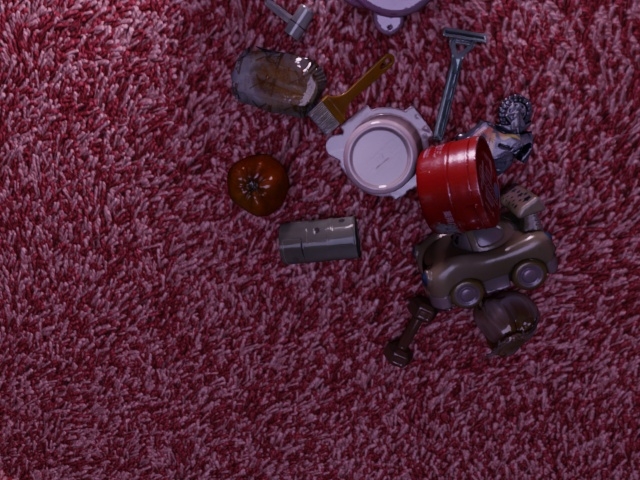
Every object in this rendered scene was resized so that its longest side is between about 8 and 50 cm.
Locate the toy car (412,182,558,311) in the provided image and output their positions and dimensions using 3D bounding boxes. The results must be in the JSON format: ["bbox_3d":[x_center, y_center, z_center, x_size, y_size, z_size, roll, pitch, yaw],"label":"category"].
[{"bbox_3d":[0.418,0.016,1.199,0.336,0.242,0.226,-18,109,10],"label":"toy car"}]

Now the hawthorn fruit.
[{"bbox_3d":[-0.172,-0.154,1.266,0.189,0.189,0.189,2,106,7],"label":"hawthorn fruit"}]

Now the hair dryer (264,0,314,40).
[{"bbox_3d":[-0.092,-0.603,1.193,0.137,0.047,0.082,38,107,3],"label":"hair dryer"}]

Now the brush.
[{"bbox_3d":[0.092,-0.403,1.217,0.272,0.013,0.103,-40,138,10],"label":"brush"}]

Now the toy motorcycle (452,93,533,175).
[{"bbox_3d":[0.447,-0.232,1.197,0.173,0.108,0.307,44,109,-12],"label":"toy motorcycle"}]

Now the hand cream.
[{"bbox_3d":[0.332,-0.129,1.081,0.149,0.230,0.230,-5,107,33],"label":"hand cream"}]

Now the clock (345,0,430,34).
[{"bbox_3d":[0.161,-0.695,1.076,0.296,0.113,0.322,-34,109,23],"label":"clock"}]

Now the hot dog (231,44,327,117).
[{"bbox_3d":[-0.118,-0.429,1.228,0.271,0.082,0.162,16,102,9],"label":"hot dog"}]

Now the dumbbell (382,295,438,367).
[{"bbox_3d":[0.275,0.281,1.380,0.092,0.082,0.230,25,108,1],"label":"dumbbell"}]

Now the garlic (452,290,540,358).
[{"bbox_3d":[0.483,0.246,1.287,0.257,0.207,0.207,4,107,14],"label":"garlic"}]

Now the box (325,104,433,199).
[{"bbox_3d":[0.140,-0.233,1.174,0.291,0.206,0.262,13,106,8],"label":"box"}]

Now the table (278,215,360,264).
[{"bbox_3d":[0.000,0.000,1.312,0.220,0.126,0.126,-6,105,10],"label":"table"}]

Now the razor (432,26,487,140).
[{"bbox_3d":[0.344,-0.404,1.192,0.111,0.056,0.277,12,115,5],"label":"razor"}]
